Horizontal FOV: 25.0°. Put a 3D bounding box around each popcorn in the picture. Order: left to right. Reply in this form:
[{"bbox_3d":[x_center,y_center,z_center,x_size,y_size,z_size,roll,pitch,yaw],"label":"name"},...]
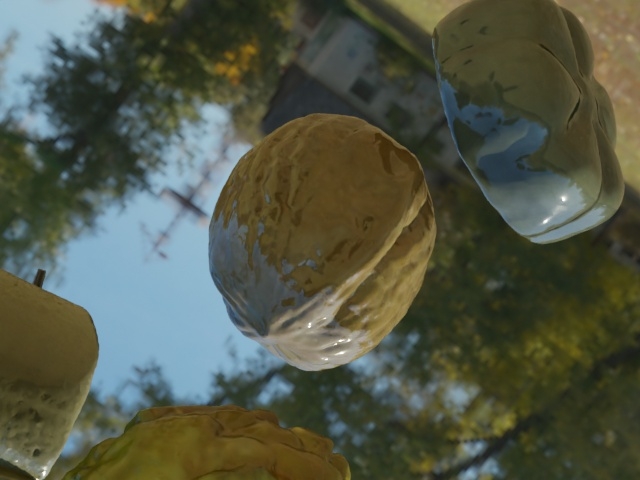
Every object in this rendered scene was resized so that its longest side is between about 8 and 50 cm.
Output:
[{"bbox_3d":[-0.061,0.182,0.794,0.197,0.197,0.155,30,-171,-45],"label":"popcorn"}]

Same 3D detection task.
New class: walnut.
[{"bbox_3d":[0.000,0.000,1.396,0.225,0.261,0.225,19,140,17],"label":"walnut"}]

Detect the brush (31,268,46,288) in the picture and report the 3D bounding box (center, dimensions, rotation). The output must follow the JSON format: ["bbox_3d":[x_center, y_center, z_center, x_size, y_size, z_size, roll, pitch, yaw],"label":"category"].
[{"bbox_3d":[-0.328,0.110,1.569,0.016,0.193,0.063,18,147,-13],"label":"brush"}]

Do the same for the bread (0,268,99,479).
[{"bbox_3d":[-0.230,0.082,0.885,0.141,0.148,0.134,30,167,-31],"label":"bread"}]

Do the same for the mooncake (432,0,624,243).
[{"bbox_3d":[0.226,-0.132,1.513,0.275,0.135,0.275,45,-146,-43],"label":"mooncake"}]
